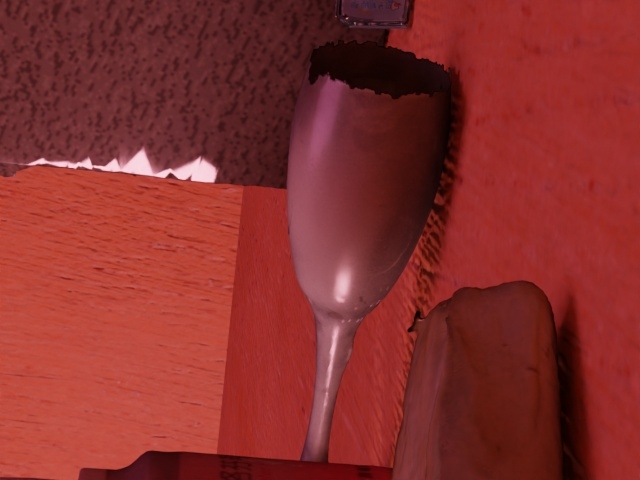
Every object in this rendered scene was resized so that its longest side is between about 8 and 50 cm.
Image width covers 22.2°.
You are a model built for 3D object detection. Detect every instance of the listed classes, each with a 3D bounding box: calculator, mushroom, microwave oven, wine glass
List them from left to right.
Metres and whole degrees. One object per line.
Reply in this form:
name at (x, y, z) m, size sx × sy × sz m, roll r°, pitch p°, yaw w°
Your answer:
microwave oven at (-0.169, -0.230, 1.310) m, size 0.236 × 0.432 × 0.374 m, roll -96°, pitch 13°, yaw -61°
wine glass at (0.000, 0.000, 1.071) m, size 0.264 × 0.096 × 0.309 m, roll -110°, pitch 25°, yaw -63°
calculator at (0.042, -0.233, 1.138) m, size 0.018 × 0.057 × 0.172 m, roll 16°, pitch -101°, yaw -73°
mushroom at (0.056, 0.163, 0.602) m, size 0.100 × 0.081 × 0.312 m, roll 115°, pitch 162°, yaw -54°

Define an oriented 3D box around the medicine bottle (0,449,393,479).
medicine bottle at (-0.060, 0.182, 0.854) m, size 0.147 × 0.247 × 0.147 m, roll -174°, pitch 90°, yaw -83°
